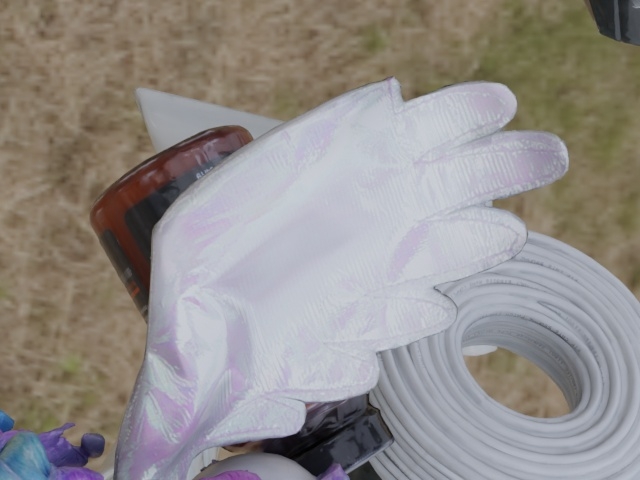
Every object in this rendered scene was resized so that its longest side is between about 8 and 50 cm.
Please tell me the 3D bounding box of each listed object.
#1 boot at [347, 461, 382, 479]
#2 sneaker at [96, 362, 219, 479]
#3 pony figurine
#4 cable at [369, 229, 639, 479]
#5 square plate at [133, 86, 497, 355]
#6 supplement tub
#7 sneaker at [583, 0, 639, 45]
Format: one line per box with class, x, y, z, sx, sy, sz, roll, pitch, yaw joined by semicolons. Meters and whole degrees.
boot;0.036;0.241;1.152;0.076;0.208;0.190;23;87;-9
sneaker;-0.139;0.224;1.205;0.169;0.108;0.292;-69;172;-48
pony figurine;-0.037;0.134;0.669;0.351;0.363;0.303;-20;75;-21
cable;0.146;0.109;1.177;0.257;0.257;0.089;-21;152;-33
square plate;0.000;0.000;1.525;0.344;0.347;0.049;76;33;-60
supplement tub;-0.038;0.043;0.860;0.106;0.106;0.198;-24;82;-47
sneaker;0.298;-0.214;1.278;0.077;0.178;0.072;-102;-175;-48
